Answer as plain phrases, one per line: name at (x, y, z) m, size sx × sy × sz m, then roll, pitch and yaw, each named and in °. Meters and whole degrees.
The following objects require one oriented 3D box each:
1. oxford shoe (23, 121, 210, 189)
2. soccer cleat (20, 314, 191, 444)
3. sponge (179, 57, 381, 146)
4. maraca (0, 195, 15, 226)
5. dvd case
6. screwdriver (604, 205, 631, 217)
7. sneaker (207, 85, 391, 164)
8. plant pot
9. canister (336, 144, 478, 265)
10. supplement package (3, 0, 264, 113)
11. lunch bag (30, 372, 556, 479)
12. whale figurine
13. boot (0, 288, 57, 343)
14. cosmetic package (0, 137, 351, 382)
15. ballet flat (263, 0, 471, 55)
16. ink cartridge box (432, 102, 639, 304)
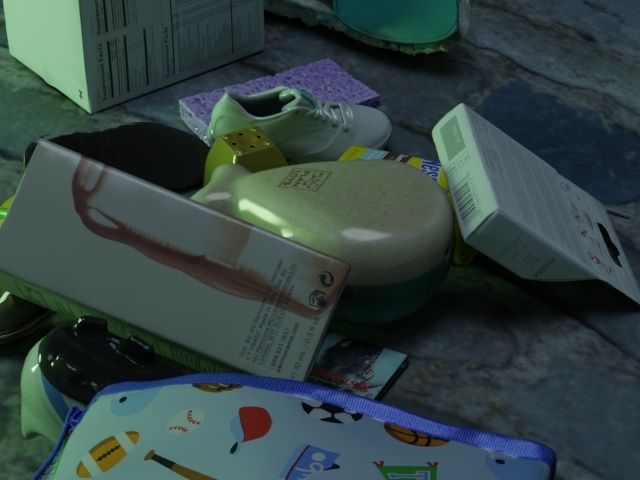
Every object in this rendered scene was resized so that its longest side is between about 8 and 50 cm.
oxford shoe at (-0.226, -0.091, 2.015) m, size 0.212 × 0.076 × 0.076 m, roll 1°, pitch -6°, yaw -14°
soccer cleat at (-0.109, 0.185, 1.568) m, size 0.331 × 0.143 × 0.116 m, roll 29°, pitch 43°, yaw 2°
sponge at (-0.047, -0.156, 2.134) m, size 0.210 × 0.031 × 0.117 m, roll -19°, pitch 38°, yaw -24°
maraca at (-0.246, 0.002, 1.839) m, size 0.186 × 0.099 × 0.127 m, roll 17°, pitch -7°, yaw 12°
dvd case at (0.020, 0.134, 1.716) m, size 0.087 × 0.013 × 0.119 m, roll 16°, pitch 39°, yaw 24°
screwdriver at (0.259, -0.050, 1.983) m, size 0.170 × 0.024 × 0.025 m, roll 26°, pitch 71°, yaw 24°
sneaker at (-0.016, -0.136, 2.022) m, size 0.212 × 0.094 × 0.080 m, roll -2°, pitch 53°, yaw -16°
plant pot at (-0.078, -0.075, 1.967) m, size 0.081 × 0.083 × 0.081 m, roll -17°, pitch 36°, yaw -22°
canister at (0.093, -0.040, 1.921) m, size 0.170 × 0.073 × 0.126 m, roll 12°, pitch 36°, yaw 22°
supplement package at (-0.232, -0.317, 2.229) m, size 0.263 × 0.198 × 0.199 m, roll -24°, pitch 41°, yaw -30°
lunch bag at (-0.061, 0.273, 1.317) m, size 0.385 × 0.239 × 0.328 m, roll 15°, pitch 38°, yaw 11°
whale figurine at (0.000, 0.000, 1.803) m, size 0.272 × 0.141 × 0.216 m, roll 11°, pitch 36°, yaw 20°
boot at (-0.284, 0.028, 1.757) m, size 0.219 × 0.106 × 0.082 m, roll -19°, pitch 24°, yaw 9°
cosmetic package at (-0.133, 0.033, 1.620) m, size 0.296 × 0.153 × 0.129 m, roll 22°, pitch 80°, yaw 0°
ballet flat at (0.035, -0.335, 2.322) m, size 0.409 × 0.147 × 0.147 m, roll 21°, pitch 40°, yaw 28°
ink cartridge box at (0.220, -0.021, 1.831) m, size 0.225 × 0.056 × 0.181 m, roll 34°, pitch 27°, yaw -31°
